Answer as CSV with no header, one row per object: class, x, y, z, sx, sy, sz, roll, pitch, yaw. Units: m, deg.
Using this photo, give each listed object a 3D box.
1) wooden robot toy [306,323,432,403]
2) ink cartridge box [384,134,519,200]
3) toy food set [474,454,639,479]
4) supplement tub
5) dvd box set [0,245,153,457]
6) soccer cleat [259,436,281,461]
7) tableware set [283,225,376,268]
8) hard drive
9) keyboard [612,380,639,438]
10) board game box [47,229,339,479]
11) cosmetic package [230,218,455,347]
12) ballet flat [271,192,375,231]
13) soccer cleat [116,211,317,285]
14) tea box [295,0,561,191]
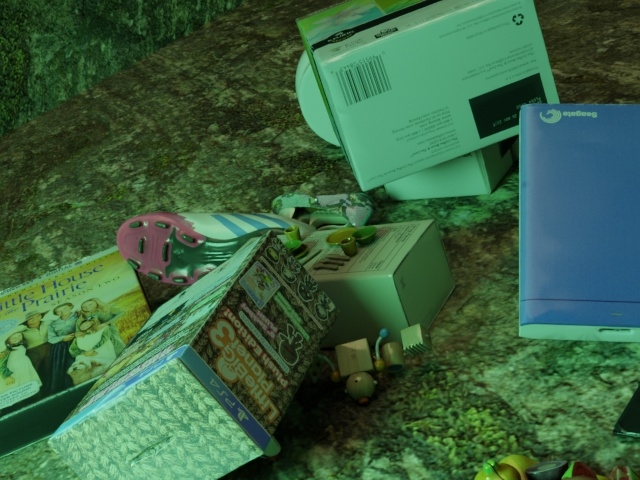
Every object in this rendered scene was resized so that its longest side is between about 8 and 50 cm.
wooden robot toy,0.058,0.165,1.381,0.173,0.076,0.079,-16,58,10
ink cartridge box,0.240,-0.181,1.928,0.197,0.114,0.273,-3,28,35
toy food set,0.226,0.235,1.036,0.218,0.071,0.128,4,32,44
supplement tub,0.079,-0.339,2.261,0.241,0.241,0.331,-14,23,14
dvd box set,-0.402,0.157,1.726,0.307,0.062,0.420,-23,26,-8
soccer cleat,-0.086,0.245,1.321,0.083,0.036,0.029,-10,24,22
tableware set,0.000,0.000,1.536,0.154,0.024,0.104,5,33,48
hard drive,0.342,-0.029,1.330,0.210,0.040,0.319,1,56,8
keyboard,0.391,0.172,1.113,0.180,0.023,0.108,3,38,42
board game box,-0.140,0.157,1.331,0.232,0.141,0.291,-34,13,32
cosmetic package,0.010,0.064,1.558,0.309,0.113,0.160,-4,27,33
ballet flat,-0.009,-0.037,1.876,0.221,0.077,0.079,0,49,39
soccer cleat,-0.159,0.010,1.809,0.331,0.116,0.143,5,14,16
tea box,0.161,-0.277,1.776,0.329,0.220,0.323,-20,23,0
